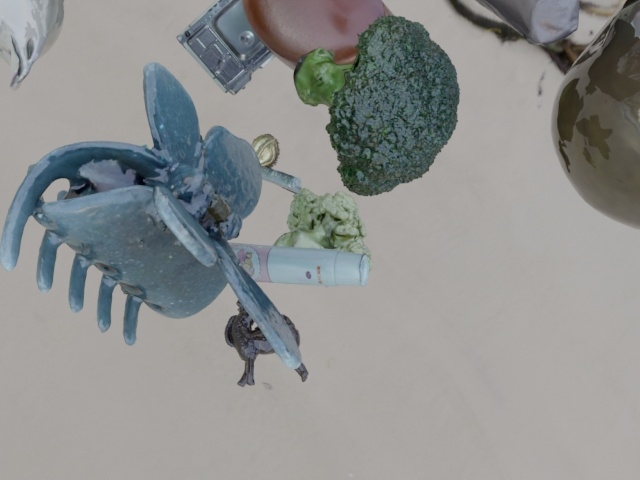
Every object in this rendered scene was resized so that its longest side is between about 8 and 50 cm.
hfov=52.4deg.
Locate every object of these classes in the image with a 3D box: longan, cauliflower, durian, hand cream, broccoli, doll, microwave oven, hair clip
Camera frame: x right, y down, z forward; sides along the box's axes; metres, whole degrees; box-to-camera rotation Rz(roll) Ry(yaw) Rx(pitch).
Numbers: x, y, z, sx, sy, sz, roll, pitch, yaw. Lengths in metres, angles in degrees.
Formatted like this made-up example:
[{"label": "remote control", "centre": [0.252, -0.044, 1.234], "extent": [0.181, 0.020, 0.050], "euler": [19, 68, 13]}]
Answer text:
[{"label": "longan", "centre": [0.472, -0.180, 0.820], "extent": [0.361, 0.361, 0.360], "euler": [8, 75, -29]}, {"label": "cauliflower", "centre": [0.015, -0.013, 1.812], "extent": [0.327, 0.281, 0.260], "euler": [41, 93, 14]}, {"label": "durian", "centre": [-0.160, -0.235, 1.867], "extent": [0.071, 0.110, 0.140], "euler": [26, 107, -45]}, {"label": "hand cream", "centre": [-0.087, 0.035, 1.031], "extent": [0.058, 0.332, 0.085], "euler": [-62, 148, -46]}, {"label": "broccoli", "centre": [0.093, -0.221, 1.075], "extent": [0.298, 0.297, 0.297], "euler": [-24, 127, -37]}, {"label": "doll", "centre": [-0.100, 0.178, 1.159], "extent": [0.139, 0.057, 0.165], "euler": [-9, 72, -2]}, {"label": "microwave oven", "centre": [-0.216, -0.670, 2.021], "extent": [0.394, 0.333, 0.247], "euler": [-40, 112, 5]}, {"label": "hair clip", "centre": [-0.217, -0.012, 0.854], "extent": [0.318, 0.239, 0.391], "euler": [53, 18, -54]}]

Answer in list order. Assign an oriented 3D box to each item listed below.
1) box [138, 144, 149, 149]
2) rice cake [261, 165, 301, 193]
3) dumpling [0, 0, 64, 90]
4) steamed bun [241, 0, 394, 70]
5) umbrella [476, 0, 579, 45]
[{"label": "box", "centre": [-0.513, -0.170, 1.777], "extent": [0.092, 0.245, 0.153], "euler": [-35, 111, -25]}, {"label": "rice cake", "centre": [-0.130, -0.155, 1.528], "extent": [0.043, 0.211, 0.034], "euler": [31, 82, -58]}, {"label": "dumpling", "centre": [-0.619, -0.494, 1.329], "extent": [0.181, 0.260, 0.340], "euler": [-25, 107, -17]}, {"label": "steamed bun", "centre": [-0.015, -0.495, 1.428], "extent": [0.379, 0.248, 0.235], "euler": [50, 15, 12]}, {"label": "umbrella", "centre": [0.219, -0.326, 0.808], "extent": [0.067, 0.073, 0.337], "euler": [-4, 36, -9]}]
